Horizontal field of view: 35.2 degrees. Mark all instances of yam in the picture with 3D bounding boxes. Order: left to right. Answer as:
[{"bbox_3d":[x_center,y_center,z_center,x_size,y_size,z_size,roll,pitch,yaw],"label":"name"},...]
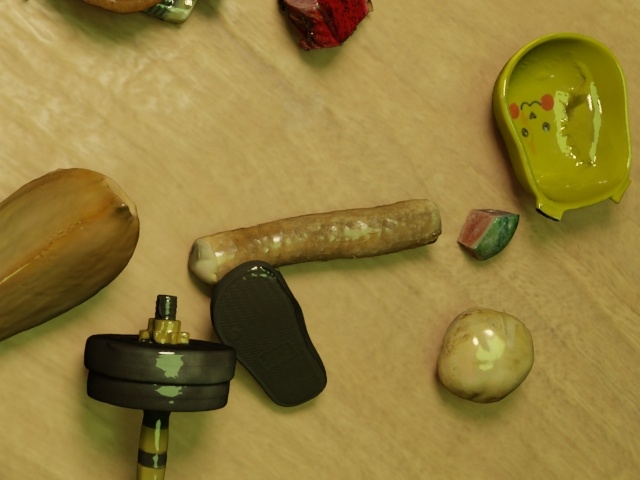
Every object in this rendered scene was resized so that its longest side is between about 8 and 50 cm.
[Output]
[{"bbox_3d":[0.000,0.000,1.348,0.357,0.081,0.081,-11,97,-24],"label":"yam"}]

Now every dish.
[{"bbox_3d":[0.339,-0.166,1.478,0.221,0.108,0.262,-17,97,-23],"label":"dish"}]

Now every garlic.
[{"bbox_3d":[-0.365,0.034,1.124,0.338,0.196,0.151,-31,89,-18],"label":"garlic"}]

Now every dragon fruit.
[{"bbox_3d":[-0.003,-0.308,1.334,0.102,0.096,0.147,59,39,-26],"label":"dragon fruit"}]

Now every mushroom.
[{"bbox_3d":[0.235,0.165,1.444,0.148,0.112,0.148,-2,94,-22],"label":"mushroom"}]

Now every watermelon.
[{"bbox_3d":[0.241,-0.014,1.463,0.072,0.092,0.084,26,69,16],"label":"watermelon"}]

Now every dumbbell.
[{"bbox_3d":[-0.202,0.259,1.209,0.185,0.185,0.388,6,90,-25],"label":"dumbbell"}]

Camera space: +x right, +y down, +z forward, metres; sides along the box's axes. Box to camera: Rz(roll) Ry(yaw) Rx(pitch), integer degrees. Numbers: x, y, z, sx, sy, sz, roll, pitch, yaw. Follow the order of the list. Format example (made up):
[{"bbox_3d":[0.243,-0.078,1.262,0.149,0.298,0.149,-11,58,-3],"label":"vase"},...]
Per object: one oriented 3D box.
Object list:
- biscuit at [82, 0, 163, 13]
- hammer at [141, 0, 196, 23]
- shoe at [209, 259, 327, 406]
[{"bbox_3d":[-0.230,-0.408,1.155,0.257,0.049,0.273,-34,97,2],"label":"biscuit"},{"bbox_3d":[-0.259,-0.334,1.234,0.226,0.041,0.158,26,82,-23],"label":"hammer"},{"bbox_3d":[-0.072,0.113,1.322,0.108,0.093,0.241,-25,125,2],"label":"shoe"}]
